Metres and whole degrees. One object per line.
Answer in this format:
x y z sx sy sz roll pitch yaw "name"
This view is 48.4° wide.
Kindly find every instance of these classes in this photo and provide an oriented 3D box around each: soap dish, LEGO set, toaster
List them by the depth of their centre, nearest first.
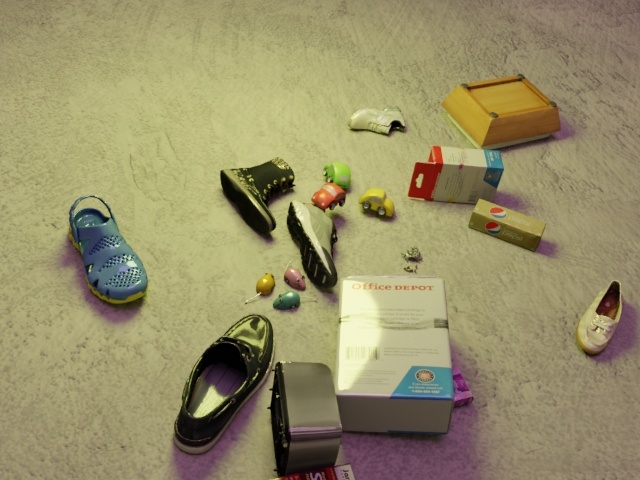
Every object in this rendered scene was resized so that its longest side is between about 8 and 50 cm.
-0.033 0.335 1.306 0.110 0.168 0.185 -2 45 -10 "toaster"
0.225 0.040 1.737 0.054 0.023 0.083 0 45 -7 "LEGO set"
0.548 -0.392 2.146 0.291 0.118 0.229 -13 48 -21 "soap dish"

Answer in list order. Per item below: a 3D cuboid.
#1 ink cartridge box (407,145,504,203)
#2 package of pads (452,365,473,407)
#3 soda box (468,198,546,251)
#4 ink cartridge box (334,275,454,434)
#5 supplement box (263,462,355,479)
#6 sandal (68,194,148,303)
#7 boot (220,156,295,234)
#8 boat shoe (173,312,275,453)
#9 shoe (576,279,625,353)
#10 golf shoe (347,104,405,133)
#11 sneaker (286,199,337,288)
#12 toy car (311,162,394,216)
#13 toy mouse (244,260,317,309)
0.352 -0.174 1.890 0.231 0.134 0.078 5 45 -3 "ink cartridge box"
0.277 0.302 1.474 0.050 0.032 0.083 -12 47 -13 "package of pads"
0.477 -0.040 1.825 0.181 0.058 0.061 22 46 15 "soda box"
0.146 0.225 1.447 0.223 0.129 0.307 0 43 5 "ink cartridge box"
-0.047 0.478 1.228 0.239 0.073 0.130 -7 46 -15 "supplement box"
-0.488 0.011 1.601 0.126 0.138 0.317 -24 54 -30 "sandal"
-0.130 -0.124 1.817 0.179 0.085 0.236 -21 50 -28 "boot"
-0.184 0.251 1.410 0.127 0.113 0.340 23 47 16 "boat shoe"
0.645 0.171 1.632 0.076 0.058 0.219 26 48 18 "shoe"
0.169 -0.348 2.095 0.176 0.069 0.086 -12 54 -17 "golf shoe"
0.000 -0.001 1.701 0.108 0.100 0.271 -4 45 -18 "sneaker"
0.065 -0.149 1.858 0.239 0.053 0.225 5 33 -27 "toy car"
-0.072 0.106 1.629 0.143 0.031 0.161 21 46 14 "toy mouse"
